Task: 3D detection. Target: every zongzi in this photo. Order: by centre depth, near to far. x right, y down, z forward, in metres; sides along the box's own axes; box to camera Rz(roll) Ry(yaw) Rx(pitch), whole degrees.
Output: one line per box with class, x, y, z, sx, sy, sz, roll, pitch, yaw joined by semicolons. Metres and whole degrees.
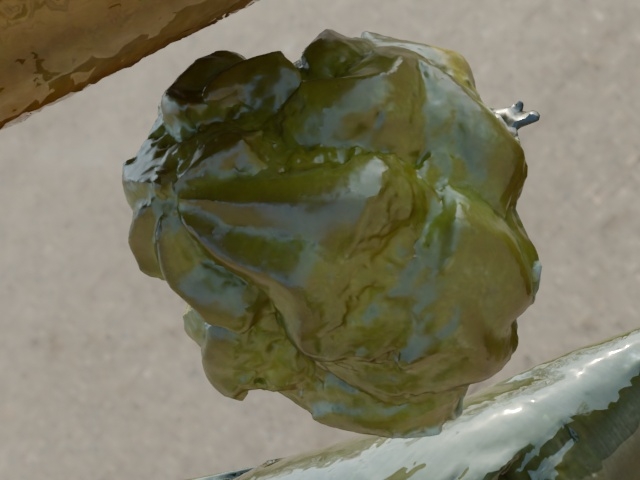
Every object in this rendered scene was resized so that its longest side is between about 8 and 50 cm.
zongzi;0.025;0.162;1.156;0.356;0.174;0.393;10;57;48

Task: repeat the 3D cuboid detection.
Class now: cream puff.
cream puff;-0.001;0.000;0.695;0.156;0.156;0.121;-43;26;10

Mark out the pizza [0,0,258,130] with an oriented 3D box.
pizza;-0.097;-0.081;0.642;0.365;0.074;0.182;-30;16;-25
